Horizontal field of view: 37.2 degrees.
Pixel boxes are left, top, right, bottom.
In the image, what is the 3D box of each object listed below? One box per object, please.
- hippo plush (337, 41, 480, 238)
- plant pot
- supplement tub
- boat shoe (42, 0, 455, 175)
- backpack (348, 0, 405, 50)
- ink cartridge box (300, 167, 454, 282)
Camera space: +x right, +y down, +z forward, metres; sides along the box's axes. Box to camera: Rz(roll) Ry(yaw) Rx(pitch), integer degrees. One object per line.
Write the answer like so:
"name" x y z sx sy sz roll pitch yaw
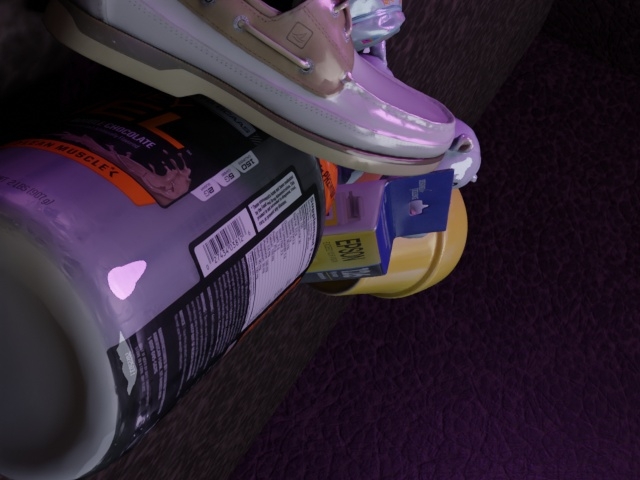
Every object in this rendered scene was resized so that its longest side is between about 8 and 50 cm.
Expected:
"hippo plush" 0.103 -0.126 1.328 0.294 0.236 0.234 -58 169 -6
"plant pot" 0.079 -0.013 1.578 0.239 0.254 0.254 -19 142 -52
"supplement tub" -0.128 -0.002 0.687 0.338 0.207 0.207 -44 162 -55
"boat shoe" -0.023 -0.132 0.642 0.103 0.302 0.113 -61 -150 20
"backpack" 0.009 -0.208 0.777 0.152 0.115 0.182 -21 -172 4
"ink cartridge box" 0.000 0.000 1.106 0.303 0.307 0.072 62 25 -77
